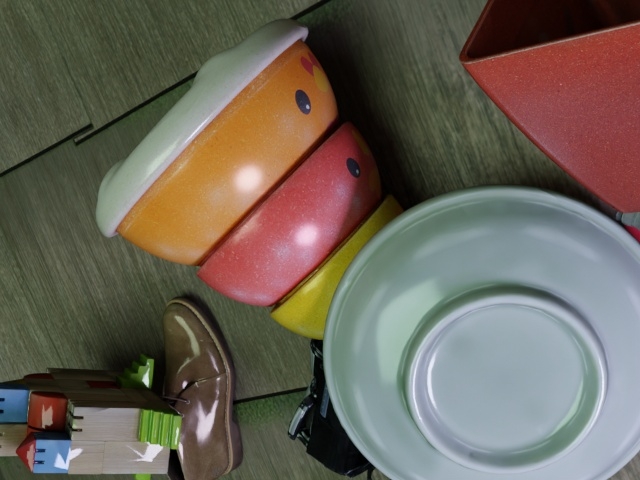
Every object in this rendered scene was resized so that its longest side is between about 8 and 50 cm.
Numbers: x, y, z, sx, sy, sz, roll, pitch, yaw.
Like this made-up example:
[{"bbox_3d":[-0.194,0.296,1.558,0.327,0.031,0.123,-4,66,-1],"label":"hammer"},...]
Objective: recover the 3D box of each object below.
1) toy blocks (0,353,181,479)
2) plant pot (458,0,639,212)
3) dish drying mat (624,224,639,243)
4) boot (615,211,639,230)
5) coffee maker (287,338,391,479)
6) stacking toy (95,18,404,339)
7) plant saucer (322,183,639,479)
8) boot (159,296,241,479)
[{"bbox_3d":[-0.388,0.269,1.653,0.381,0.261,0.190,-167,83,-67],"label":"toy blocks"},{"bbox_3d":[0.325,-0.174,0.981,0.267,0.267,0.235,-6,131,39],"label":"plant pot"},{"bbox_3d":[0.353,-0.007,1.202,0.032,0.008,0.083,-6,105,39],"label":"dish drying mat"},{"bbox_3d":[0.409,-0.062,1.082,0.161,0.083,0.246,45,130,15],"label":"boot"},{"bbox_3d":[0.051,0.220,1.462,0.171,0.120,0.178,24,133,14],"label":"coffee maker"},{"bbox_3d":[0.000,0.000,1.337,0.480,0.350,0.350,44,132,-5],"label":"stacking toy"},{"bbox_3d":[0.200,0.141,1.197,0.401,0.100,0.400,1,107,3],"label":"plant saucer"},{"bbox_3d":[-0.205,0.241,1.686,0.112,0.115,0.305,2,107,42],"label":"boot"}]
